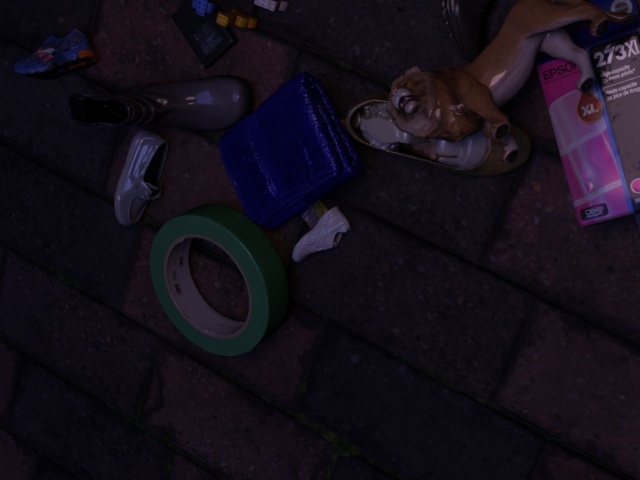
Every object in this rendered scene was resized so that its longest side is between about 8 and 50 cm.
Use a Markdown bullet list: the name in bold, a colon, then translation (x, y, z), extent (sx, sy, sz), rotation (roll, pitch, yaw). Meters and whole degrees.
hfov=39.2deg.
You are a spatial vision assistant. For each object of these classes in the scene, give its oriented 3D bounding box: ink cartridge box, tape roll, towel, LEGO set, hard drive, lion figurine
- **ink cartridge box**: translation (0.472, -0.220, 1.483), extent (0.176, 0.069, 0.371), rotation (-17, 82, 30)
- **tape roll**: translation (-0.218, 0.085, 1.900), extent (0.321, 0.077, 0.321), rotation (16, 120, 29)
- **towel**: translation (-0.074, -0.166, 1.757), extent (0.308, 0.076, 0.227), rotation (-30, 88, 46)
- **LEGO set**: translation (-0.189, -0.467, 1.762), extent (0.227, 0.093, 0.087), rotation (24, 115, 10)
- **hard drive**: translation (-0.240, -0.438, 1.855), extent (0.094, 0.022, 0.135), rotation (-36, 85, 29)
- **towel**: translation (-0.025, -0.071, 1.837), extent (0.083, 0.009, 0.060), rotation (50, 119, 8)
- **lion figurine**: translation (0.304, -0.290, 1.487), extent (0.392, 0.142, 0.240), rotation (-40, 50, 7)

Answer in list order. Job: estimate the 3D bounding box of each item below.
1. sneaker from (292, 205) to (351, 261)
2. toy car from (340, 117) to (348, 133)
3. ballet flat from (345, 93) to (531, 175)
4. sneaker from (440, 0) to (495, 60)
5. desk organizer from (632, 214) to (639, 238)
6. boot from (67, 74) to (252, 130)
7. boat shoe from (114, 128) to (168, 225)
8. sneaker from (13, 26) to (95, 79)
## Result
- **sneaker**: translation (0.000, 0.000, 1.816), extent (0.061, 0.054, 0.152), rotation (48, 117, 7)
- **toy car**: translation (0.013, -0.189, 1.772), extent (0.060, 0.040, 0.122), rotation (27, 112, 20)
- **ballet flat**: translation (0.201, -0.189, 1.633), extent (0.348, 0.123, 0.123), rotation (18, 109, 23)
- **sneaker**: translation (0.272, -0.454, 1.544), extent (0.130, 0.109, 0.286), rotation (0, 105, 19)
- **desk organizer**: translation (0.556, -0.048, 1.518), extent (0.047, 0.050, 0.130), rotation (-17, 94, 29)
- **boot**: translation (-0.325, -0.266, 1.824), extent (0.338, 0.223, 0.118), rotation (-3, 100, 28)
- **boat shoe**: translation (-0.388, -0.128, 1.971), extent (0.081, 0.079, 0.227), rotation (26, 109, 25)
- **sneaker**: translation (-0.600, -0.419, 2.024), extent (0.221, 0.083, 0.087), rotation (-10, 84, 23)
